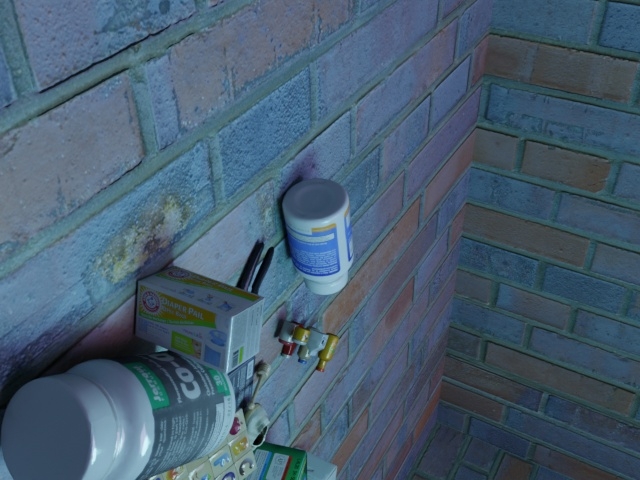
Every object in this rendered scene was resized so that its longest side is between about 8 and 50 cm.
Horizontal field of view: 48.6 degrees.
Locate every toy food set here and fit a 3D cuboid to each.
[{"bbox_3d":[-0.043,0.275,1.826,0.104,0.111,0.232,-70,159,-3],"label":"toy food set"}]

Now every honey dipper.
[{"bbox_3d":[-0.148,0.347,1.687,0.160,0.031,0.030,-72,170,-65],"label":"honey dipper"}]

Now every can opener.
[{"bbox_3d":[-0.152,0.093,1.550,0.059,0.073,0.186,20,85,-28],"label":"can opener"}]

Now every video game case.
[{"bbox_3d":[-0.239,0.398,1.605,0.274,0.026,0.196,-31,135,-55],"label":"video game case"}]

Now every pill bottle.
[{"bbox_3d":[-0.311,0.288,1.147,0.361,0.204,0.204,8,99,-67],"label":"pill bottle"},{"bbox_3d":[0.000,0.000,1.672,0.152,0.152,0.272,-53,151,-36],"label":"pill bottle"}]

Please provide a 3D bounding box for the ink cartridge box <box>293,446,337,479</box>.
[{"bbox_3d":[-0.041,0.745,2.126,0.087,0.153,0.208,-38,141,-53],"label":"ink cartridge box"}]

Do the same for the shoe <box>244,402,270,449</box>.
[{"bbox_3d":[-0.167,0.478,1.725,0.076,0.058,0.219,-41,159,-42],"label":"shoe"}]

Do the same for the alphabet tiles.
[{"bbox_3d":[-0.273,0.514,1.494,0.343,0.011,0.285,-31,120,-41],"label":"alphabet tiles"}]

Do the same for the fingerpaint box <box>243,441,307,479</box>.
[{"bbox_3d":[-0.156,0.803,1.777,0.444,0.163,0.371,-66,161,-51],"label":"fingerpaint box"}]

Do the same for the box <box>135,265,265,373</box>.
[{"bbox_3d":[-0.214,0.134,1.244,0.103,0.203,0.114,-27,129,-59],"label":"box"}]
